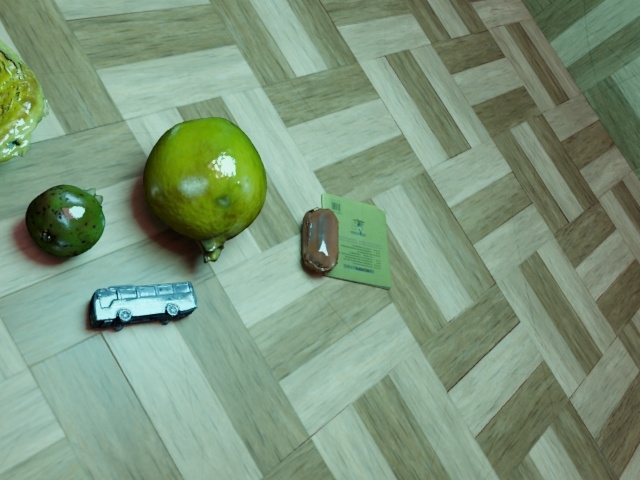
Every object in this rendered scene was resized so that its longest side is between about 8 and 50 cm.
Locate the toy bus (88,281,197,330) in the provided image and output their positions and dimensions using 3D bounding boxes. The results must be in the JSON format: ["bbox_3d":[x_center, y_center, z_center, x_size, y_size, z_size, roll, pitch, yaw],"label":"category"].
[{"bbox_3d":[-0.283,0.103,0.913,0.166,0.047,0.065,-2,65,-36],"label":"toy bus"}]

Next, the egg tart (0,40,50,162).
[{"bbox_3d":[-0.558,-0.208,0.846,0.291,0.107,0.290,11,64,-24],"label":"egg tart"}]

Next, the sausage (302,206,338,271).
[{"bbox_3d":[0.000,0.000,1.134,0.076,0.076,0.141,13,60,-29],"label":"sausage"}]

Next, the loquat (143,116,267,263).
[{"bbox_3d":[-0.190,-0.084,0.973,0.214,0.213,0.245,0,79,-34],"label":"loquat"}]

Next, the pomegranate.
[{"bbox_3d":[-0.382,-0.038,0.880,0.115,0.114,0.142,39,28,-12],"label":"pomegranate"}]

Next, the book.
[{"bbox_3d":[0.077,0.000,1.222,0.168,0.013,0.192,14,61,-28],"label":"book"}]
